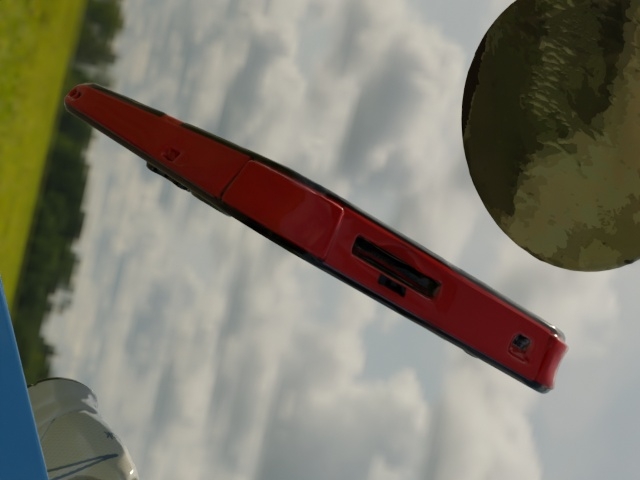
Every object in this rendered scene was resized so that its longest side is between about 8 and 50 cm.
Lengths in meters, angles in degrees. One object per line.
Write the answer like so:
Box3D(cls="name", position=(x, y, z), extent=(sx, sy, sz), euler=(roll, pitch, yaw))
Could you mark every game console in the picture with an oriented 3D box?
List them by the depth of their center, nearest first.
Box3D(cls="game console", position=(0.000, 0.000, 1.611), extent=(0.342, 0.386, 0.060), euler=(25, -95, 50))

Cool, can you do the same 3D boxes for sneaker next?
Box3D(cls="sneaker", position=(-0.274, 0.235, 1.512), extent=(0.297, 0.129, 0.111), euler=(-41, 144, -11))

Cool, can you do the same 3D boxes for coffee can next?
Box3D(cls="coffee can", position=(0.265, -0.093, 1.395), extent=(0.202, 0.275, 0.201), euler=(8, -78, 41))

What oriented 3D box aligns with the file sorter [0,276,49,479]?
Box3D(cls="file sorter", position=(-0.215, 0.100, 0.942), extent=(0.104, 0.118, 0.170), euler=(-41, -120, 52))
